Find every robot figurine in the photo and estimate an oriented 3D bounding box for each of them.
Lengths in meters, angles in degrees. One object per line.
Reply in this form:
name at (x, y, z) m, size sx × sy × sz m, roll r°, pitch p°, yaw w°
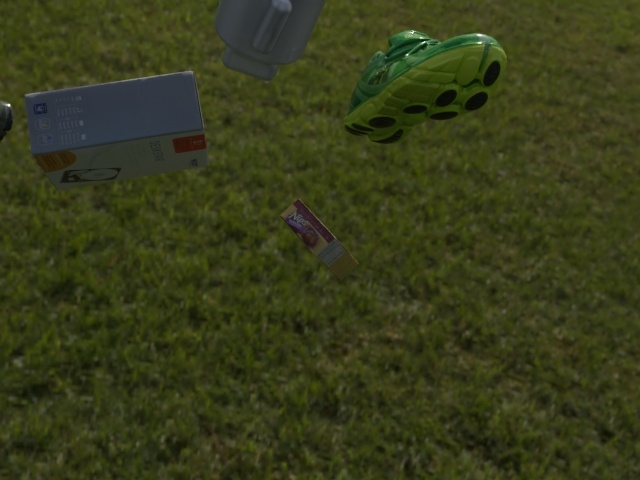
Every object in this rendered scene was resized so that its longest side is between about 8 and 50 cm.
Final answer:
robot figurine at (-0.092, -0.499, 2.115) m, size 0.200 × 0.353 × 0.300 m, roll 14°, pitch 40°, yaw -16°

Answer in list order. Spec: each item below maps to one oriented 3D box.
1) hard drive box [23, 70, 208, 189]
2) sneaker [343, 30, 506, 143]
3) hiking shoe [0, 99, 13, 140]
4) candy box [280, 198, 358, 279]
hard drive box at (-0.282, -0.153, 1.482) m, size 0.232 × 0.181 × 0.089 m, roll -10°, pitch 78°, yaw -5°
sneaker at (0.111, -0.200, 1.244) m, size 0.109 × 0.123 × 0.295 m, roll 12°, pitch -12°, yaw -24°
hiking shoe at (-0.574, -0.152, 1.562) m, size 0.114 × 0.227 × 0.086 m, roll 41°, pitch 10°, yaw -46°
candy box at (0.000, 0.000, 1.950) m, size 0.109 × 0.053 × 0.186 m, roll 48°, pitch 0°, yaw 23°
